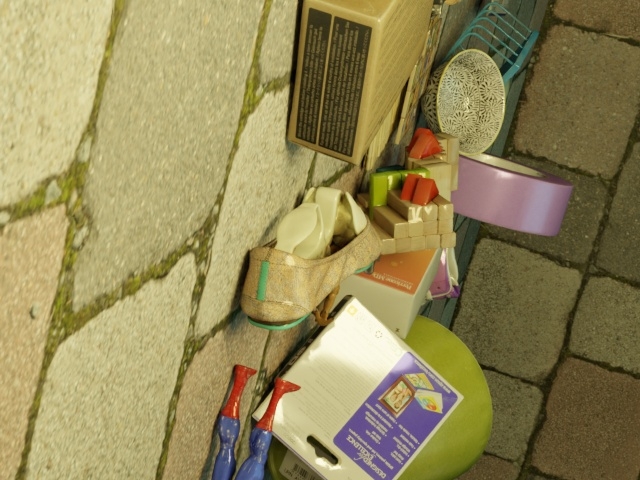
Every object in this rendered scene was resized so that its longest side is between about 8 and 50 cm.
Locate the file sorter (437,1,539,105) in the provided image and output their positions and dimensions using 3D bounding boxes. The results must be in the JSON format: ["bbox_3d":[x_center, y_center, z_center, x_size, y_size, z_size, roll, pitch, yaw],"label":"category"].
[{"bbox_3d":[0.279,-0.313,2.258,0.118,0.104,0.170,-50,-177,34],"label":"file sorter"}]

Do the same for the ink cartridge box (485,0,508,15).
[{"bbox_3d":[0.332,-0.516,2.395,0.223,0.045,0.224,-30,138,-73],"label":"ink cartridge box"}]

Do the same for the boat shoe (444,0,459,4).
[{"bbox_3d":[0.170,-0.388,1.805,0.170,0.063,0.059,85,27,-42],"label":"boat shoe"}]

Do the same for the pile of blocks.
[{"bbox_3d":[0.122,-0.092,1.894,0.362,0.149,0.112,-70,161,-70],"label":"pile of blocks"}]

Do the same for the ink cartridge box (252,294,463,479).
[{"bbox_3d":[0.046,0.215,1.743,0.208,0.206,0.045,-49,-172,-14],"label":"ink cartridge box"}]

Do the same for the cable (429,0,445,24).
[{"bbox_3d":[0.108,-0.334,1.608,0.150,0.047,0.184,-35,131,-51],"label":"cable"}]

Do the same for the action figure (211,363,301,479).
[{"bbox_3d":[-0.089,0.293,1.545,0.139,0.092,0.280,32,77,-66],"label":"action figure"}]

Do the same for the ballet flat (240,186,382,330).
[{"bbox_3d":[0.000,0.000,1.509,0.316,0.108,0.106,-48,140,-65],"label":"ballet flat"}]

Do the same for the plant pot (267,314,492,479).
[{"bbox_3d":[0.061,0.273,1.911,0.293,0.275,0.274,-23,133,-55],"label":"plant pot"}]

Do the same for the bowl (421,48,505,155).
[{"bbox_3d":[0.215,-0.223,2.153,0.170,0.080,0.170,-7,101,-44],"label":"bowl"}]

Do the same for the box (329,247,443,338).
[{"bbox_3d":[0.096,0.041,1.944,0.170,0.130,0.091,-60,165,-48],"label":"box"}]

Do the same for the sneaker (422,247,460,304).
[{"bbox_3d":[0.135,0.102,2.161,0.102,0.161,0.282,-50,157,-66],"label":"sneaker"}]

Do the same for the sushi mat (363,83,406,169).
[{"bbox_3d":[0.105,-0.255,1.802,0.151,0.019,0.316,-58,163,-46],"label":"sushi mat"}]

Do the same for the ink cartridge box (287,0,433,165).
[{"bbox_3d":[0.051,-0.228,1.407,0.193,0.088,0.234,99,14,-45],"label":"ink cartridge box"}]

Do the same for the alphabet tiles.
[{"bbox_3d":[0.151,-0.259,1.976,0.237,0.009,0.198,-53,156,-70],"label":"alphabet tiles"}]

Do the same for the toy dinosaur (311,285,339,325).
[{"bbox_3d":[0.005,0.063,1.717,0.112,0.064,0.211,-61,165,-46],"label":"toy dinosaur"}]

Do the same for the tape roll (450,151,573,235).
[{"bbox_3d":[0.275,-0.091,2.215,0.275,0.275,0.090,-26,133,-74],"label":"tape roll"}]

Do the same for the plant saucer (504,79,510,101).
[{"bbox_3d":[0.277,-0.223,2.376,0.195,0.037,0.195,-43,-172,8],"label":"plant saucer"}]
